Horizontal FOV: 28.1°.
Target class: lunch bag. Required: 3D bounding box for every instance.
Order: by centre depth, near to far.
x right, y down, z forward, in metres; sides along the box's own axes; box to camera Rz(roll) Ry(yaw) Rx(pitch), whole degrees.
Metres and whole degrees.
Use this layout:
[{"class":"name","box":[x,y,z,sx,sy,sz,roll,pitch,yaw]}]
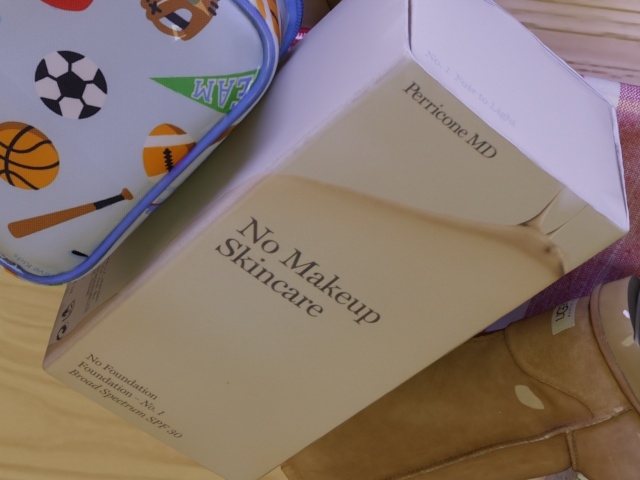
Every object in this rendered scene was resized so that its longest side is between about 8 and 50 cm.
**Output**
[{"class":"lunch bag","box":[-0.180,-0.132,0.642,0.303,0.115,0.243,41,119,-14]}]

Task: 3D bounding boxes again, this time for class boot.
[{"class":"boot","box":[0.123,0.148,0.841,0.269,0.089,0.236,-21,106,30]}]

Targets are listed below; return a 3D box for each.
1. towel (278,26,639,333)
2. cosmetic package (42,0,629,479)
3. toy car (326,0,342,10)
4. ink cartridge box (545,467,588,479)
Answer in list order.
[{"class":"towel","box":[0.049,-0.019,0.790,0.328,0.037,0.237,9,135,-4]},{"class":"cosmetic package","box":[0.000,0.000,0.716,0.160,0.113,0.309,34,128,-23]},{"class":"toy car","box":[0.040,-0.153,0.735,0.155,0.149,0.188,-2,125,14]},{"class":"ink cartridge box","box":[0.222,0.169,0.901,0.104,0.060,0.180,18,111,-6]}]
